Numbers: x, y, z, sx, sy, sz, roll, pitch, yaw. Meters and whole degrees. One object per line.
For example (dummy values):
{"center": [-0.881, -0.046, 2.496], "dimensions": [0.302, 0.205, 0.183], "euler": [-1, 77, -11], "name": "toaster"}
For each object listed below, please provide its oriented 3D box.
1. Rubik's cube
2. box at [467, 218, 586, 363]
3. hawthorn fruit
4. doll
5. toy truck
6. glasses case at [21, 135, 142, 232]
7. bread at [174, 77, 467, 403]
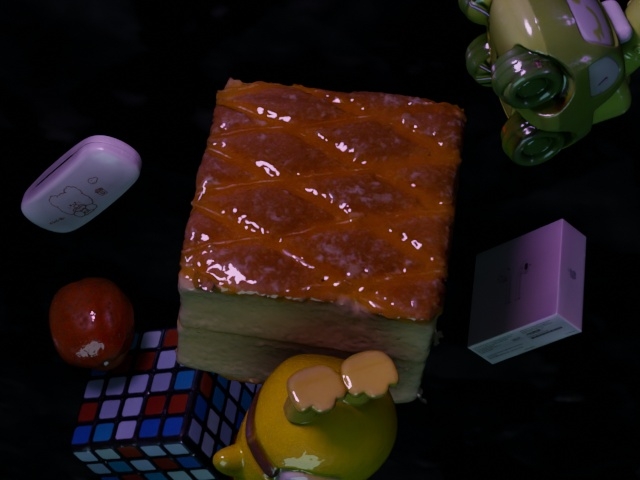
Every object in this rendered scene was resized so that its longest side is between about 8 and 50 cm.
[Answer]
{"center": [-0.197, 0.237, 2.176], "dimensions": [0.184, 0.187, 0.182], "euler": [-9, 141, 23], "name": "Rubik's cube"}
{"center": [0.236, 0.059, 1.864], "dimensions": [0.130, 0.129, 0.051], "euler": [-24, 134, 39], "name": "box"}
{"center": [-0.289, 0.109, 2.079], "dimensions": [0.128, 0.128, 0.128], "euler": [7, 145, 5], "name": "hawthorn fruit"}
{"center": [-0.020, 0.205, 1.637], "dimensions": [0.199, 0.145, 0.363], "euler": [-11, 155, -18], "name": "doll"}
{"center": [0.236, -0.174, 1.537], "dimensions": [0.210, 0.148, 0.187], "euler": [-10, 146, -16], "name": "toy truck"}
{"center": [-0.277, -0.063, 1.885], "dimensions": [0.074, 0.049, 0.193], "euler": [30, 140, -26], "name": "glasses case"}
{"center": [0.000, 0.000, 1.710], "dimensions": [0.279, 0.279, 0.207], "euler": [6, 146, 1], "name": "bread"}
